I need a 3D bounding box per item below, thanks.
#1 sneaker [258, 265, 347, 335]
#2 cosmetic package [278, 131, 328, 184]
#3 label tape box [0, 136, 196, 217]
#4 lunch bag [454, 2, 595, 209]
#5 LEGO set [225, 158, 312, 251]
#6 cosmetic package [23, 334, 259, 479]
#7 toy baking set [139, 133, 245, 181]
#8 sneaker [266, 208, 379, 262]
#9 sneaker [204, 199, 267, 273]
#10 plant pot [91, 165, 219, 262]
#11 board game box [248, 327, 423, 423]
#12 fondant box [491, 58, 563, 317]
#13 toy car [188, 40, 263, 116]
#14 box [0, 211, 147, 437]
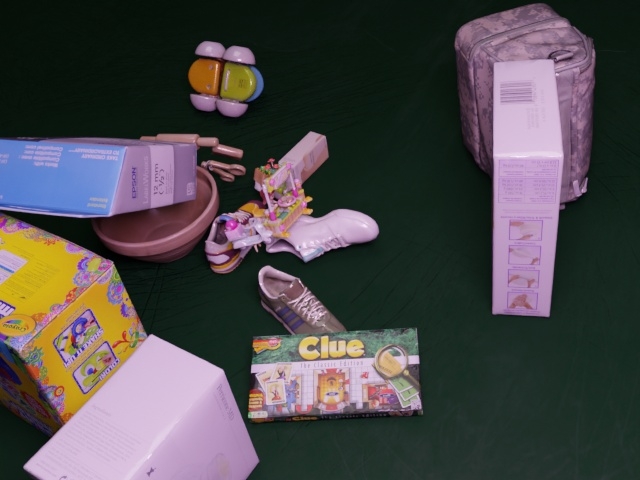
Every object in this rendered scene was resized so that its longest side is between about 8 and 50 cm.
[{"bbox_3d":[-0.038,0.106,1.215,0.192,0.086,0.064,31,57,35],"label":"sneaker"},{"bbox_3d":[-0.034,-0.166,1.522,0.041,0.060,0.115,22,54,29],"label":"cosmetic package"},{"bbox_3d":[-0.392,-0.113,1.217,0.249,0.115,0.347,6,8,17],"label":"label tape box"},{"bbox_3d":[0.384,-0.236,1.336,0.212,0.305,0.256,-14,38,-2],"label":"lunch bag"},{"bbox_3d":[-0.088,-0.099,1.340,0.132,0.107,0.287,-9,30,11],"label":"LEGO set"},{"bbox_3d":[-0.214,0.289,0.959,0.138,0.224,0.225,18,51,28],"label":"cosmetic package"},{"bbox_3d":[-0.267,-0.158,1.475,0.256,0.197,0.030,5,69,13],"label":"toy baking set"},{"bbox_3d":[0.000,0.000,1.336,0.212,0.080,0.094,0,48,26],"label":"sneaker"},{"bbox_3d":[-0.155,-0.027,1.382,0.069,0.084,0.185,8,47,20],"label":"sneaker"},{"bbox_3d":[-0.300,-0.036,1.404,0.237,0.110,0.237,-7,43,6],"label":"plant pot"},{"bbox_3d":[0.022,0.204,1.124,0.259,0.030,0.136,-5,54,7],"label":"board game box"},{"bbox_3d":[0.314,-0.076,1.154,0.096,0.330,0.238,0,44,14],"label":"fondant box"},{"bbox_3d":[-0.214,-0.377,1.742,0.182,0.159,0.136,16,13,27],"label":"toy car"},{"bbox_3d":[-0.423,0.140,1.120,0.290,0.279,0.177,19,50,29],"label":"box"}]
